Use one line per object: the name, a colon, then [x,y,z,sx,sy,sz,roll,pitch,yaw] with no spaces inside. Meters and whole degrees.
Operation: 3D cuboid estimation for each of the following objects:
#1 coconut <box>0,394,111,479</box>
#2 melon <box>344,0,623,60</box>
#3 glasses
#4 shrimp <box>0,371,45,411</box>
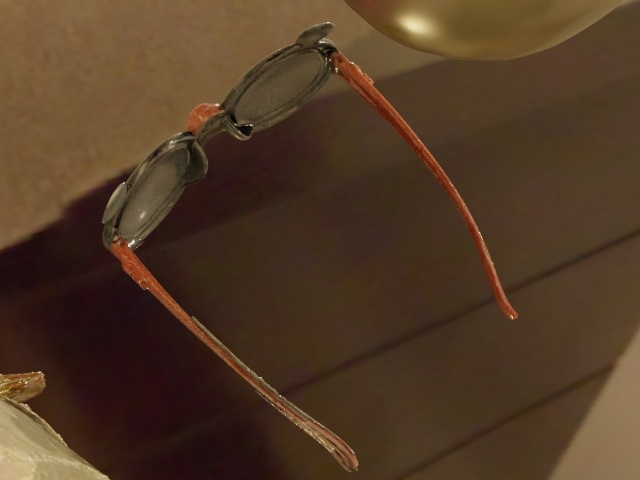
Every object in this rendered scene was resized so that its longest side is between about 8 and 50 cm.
coconut: [-0.162,0.172,0.782,0.234,0.224,0.224,-139,-137,-65]
melon: [0.113,-0.234,1.059,0.223,0.223,0.317,55,-38,14]
glasses: [0.000,0.000,1.361,0.268,0.234,0.118,45,-16,13]
shrimp: [-0.274,0.132,1.518,0.095,0.162,0.045,-2,-81,45]
